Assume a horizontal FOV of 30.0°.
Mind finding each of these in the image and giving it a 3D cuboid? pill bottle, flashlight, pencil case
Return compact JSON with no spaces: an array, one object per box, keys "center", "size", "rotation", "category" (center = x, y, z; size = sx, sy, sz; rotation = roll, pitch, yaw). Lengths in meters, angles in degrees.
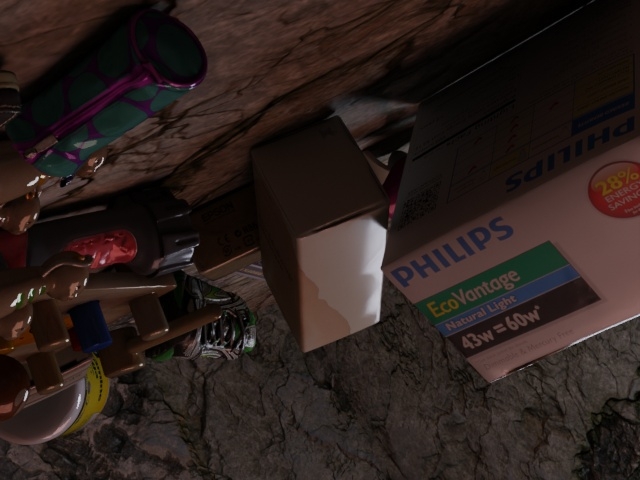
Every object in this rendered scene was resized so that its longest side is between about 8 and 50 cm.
[{"center":[-0.484,0.260,2.134],"size":[0.188,0.187,0.334],"rotation":[-25,175,-1],"category":"pill bottle"},{"center":[-0.258,0.023,1.241],"size":[0.304,0.103,0.103],"rotation":[-13,129,-47],"category":"flashlight"},{"center":[-0.148,-0.097,0.817],"size":[0.152,0.064,0.070],"rotation":[-30,-162,35],"category":"pencil case"}]

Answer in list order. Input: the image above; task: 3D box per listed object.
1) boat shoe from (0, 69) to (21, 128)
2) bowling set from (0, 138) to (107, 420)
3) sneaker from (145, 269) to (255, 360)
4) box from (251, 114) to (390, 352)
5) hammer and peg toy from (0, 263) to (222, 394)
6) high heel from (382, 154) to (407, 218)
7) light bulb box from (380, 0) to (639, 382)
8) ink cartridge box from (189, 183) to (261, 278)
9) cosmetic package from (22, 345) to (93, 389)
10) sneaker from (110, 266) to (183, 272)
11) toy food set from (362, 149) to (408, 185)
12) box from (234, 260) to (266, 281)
[{"center":[-0.280,-0.035,0.771],"size":[0.224,0.073,0.080],"rotation":[-26,175,13],"category":"boat shoe"},{"center":[-0.271,0.045,0.996],"size":[0.287,0.199,0.154],"rotation":[-25,178,41],"category":"bowling set"},{"center":[-0.166,0.113,1.755],"size":[0.146,0.134,0.343],"rotation":[13,-178,4],"category":"sneaker"},{"center":[0.000,0.000,1.506],"size":[0.121,0.148,0.311],"rotation":[-22,151,-12],"category":"box"},{"center":[-0.306,0.094,1.466],"size":[0.266,0.127,0.361],"rotation":[-28,167,27],"category":"hammer and peg toy"},{"center":[0.156,-0.028,1.831],"size":[0.181,0.127,0.377],"rotation":[-31,151,-12],"category":"high heel"},{"center":[0.295,-0.076,1.441],"size":[0.358,0.225,0.361],"rotation":[-29,-153,32],"category":"light bulb box"},{"center":[-0.076,-0.031,1.704],"size":[0.235,0.088,0.193],"rotation":[-26,176,-3],"category":"ink cartridge box"},{"center":[-0.431,0.165,1.751],"size":[0.153,0.129,0.296],"rotation":[-25,176,-16],"category":"cosmetic package"},{"center":[-0.263,0.071,1.858],"size":[0.085,0.086,0.237],"rotation":[-28,176,8],"category":"sneaker"},{"center":[0.212,-0.159,1.905],"size":[0.306,0.092,0.219],"rotation":[-26,163,-4],"category":"toy food set"},{"center":[-0.035,0.016,1.969],"size":[0.231,0.056,0.183],"rotation":[16,150,-33],"category":"box"}]
